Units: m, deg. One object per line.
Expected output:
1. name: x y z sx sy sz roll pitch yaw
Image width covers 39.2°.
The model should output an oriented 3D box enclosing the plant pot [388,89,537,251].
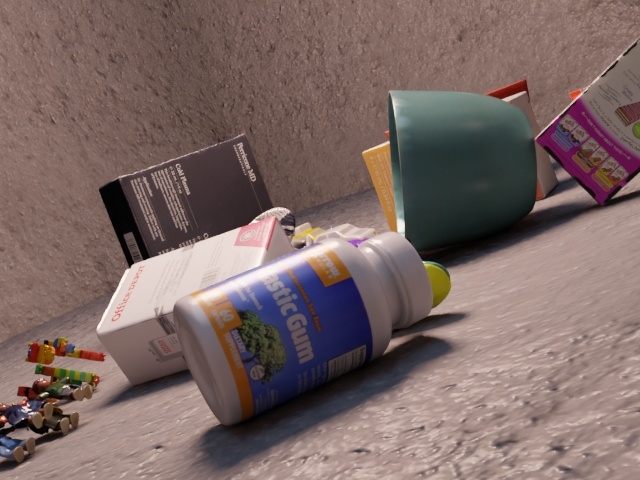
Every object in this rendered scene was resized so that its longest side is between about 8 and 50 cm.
1. plant pot: 0.249 -0.130 1.587 0.235 0.293 0.293 -6 6 2

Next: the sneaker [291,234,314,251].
1. sneaker: -0.089 0.071 1.605 0.099 0.121 0.262 -15 9 40

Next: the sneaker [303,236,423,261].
1. sneaker: 0.077 0.043 1.464 0.146 0.102 0.293 -18 9 -18

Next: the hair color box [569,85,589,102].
1. hair color box: 0.666 -0.288 2.123 0.093 0.167 0.053 -22 5 -15

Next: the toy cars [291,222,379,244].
1. toy cars: 0.000 0.000 2.146 0.176 0.087 0.394 -23 6 -19

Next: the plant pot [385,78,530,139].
1. plant pot: 0.368 -0.221 2.197 0.267 0.235 0.267 -26 8 -41

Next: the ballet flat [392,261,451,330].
1. ballet flat: 0.069 0.091 1.170 0.231 0.077 0.077 -19 26 43

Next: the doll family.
1. doll family: -0.414 0.251 1.256 0.111 0.076 0.193 4 12 26

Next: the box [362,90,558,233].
1. box: 0.300 -0.156 1.930 0.345 0.215 0.168 -18 6 27

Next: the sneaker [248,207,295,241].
1. sneaker: -0.119 0.047 1.752 0.094 0.235 0.153 23 -2 6

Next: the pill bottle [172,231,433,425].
1. pill bottle: -0.015 0.087 1.018 0.272 0.152 0.152 -23 6 -20

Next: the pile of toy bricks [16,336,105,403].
1. pile of toy bricks: -0.421 0.227 1.516 0.105 0.118 0.212 8 -10 4

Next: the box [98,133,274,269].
1. box: -0.271 -0.020 2.000 0.313 0.343 0.179 -23 5 -28

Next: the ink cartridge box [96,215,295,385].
1. ink cartridge box: -0.187 0.094 1.440 0.283 0.117 0.207 -19 28 17

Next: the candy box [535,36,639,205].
1. candy box: 0.491 -0.194 1.467 0.233 0.159 0.071 -45 -4 17
